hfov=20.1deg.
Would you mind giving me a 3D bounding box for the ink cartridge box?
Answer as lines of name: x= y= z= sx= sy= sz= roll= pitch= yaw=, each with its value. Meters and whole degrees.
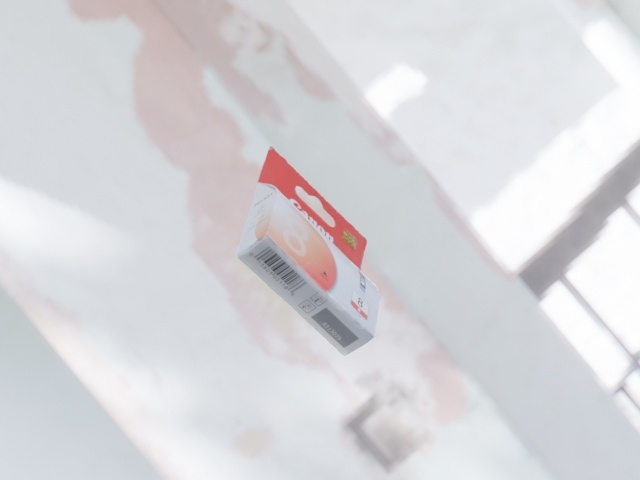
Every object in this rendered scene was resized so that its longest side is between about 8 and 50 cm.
ink cartridge box: x=0.000 y=0.000 z=1.651 sx=0.045 sy=0.145 sz=0.179 roll=-33 pitch=25 yaw=31
